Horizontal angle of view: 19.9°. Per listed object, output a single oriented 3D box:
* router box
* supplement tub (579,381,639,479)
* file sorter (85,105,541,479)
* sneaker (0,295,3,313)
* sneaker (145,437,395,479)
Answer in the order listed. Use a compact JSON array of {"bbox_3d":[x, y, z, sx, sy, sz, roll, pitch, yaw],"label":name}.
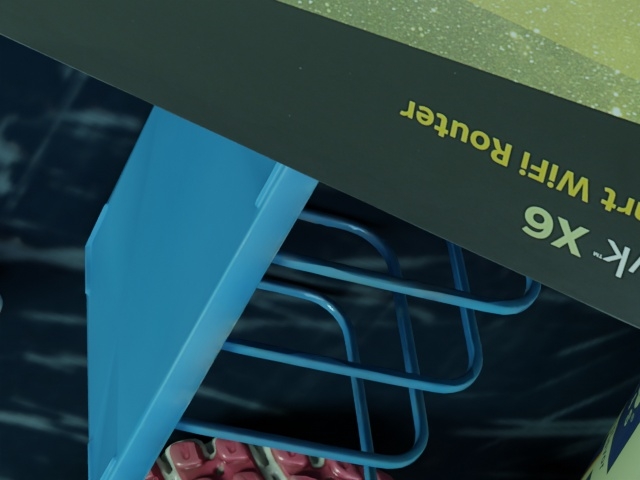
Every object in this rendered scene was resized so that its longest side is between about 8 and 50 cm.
[{"bbox_3d":[0.022,-0.124,0.382,0.309,0.081,0.243,25,137,15],"label":"router box"},{"bbox_3d":[0.202,0.130,0.639,0.235,0.235,0.325,9,134,-13],"label":"supplement tub"},{"bbox_3d":[0.000,0.000,0.580,0.104,0.118,0.170,14,133,-21],"label":"file sorter"},{"bbox_3d":[-0.170,0.027,0.657,0.109,0.040,0.044,-22,116,13],"label":"sneaker"},{"bbox_3d":[-0.085,0.169,0.763,0.299,0.121,0.112,-25,161,19],"label":"sneaker"}]
